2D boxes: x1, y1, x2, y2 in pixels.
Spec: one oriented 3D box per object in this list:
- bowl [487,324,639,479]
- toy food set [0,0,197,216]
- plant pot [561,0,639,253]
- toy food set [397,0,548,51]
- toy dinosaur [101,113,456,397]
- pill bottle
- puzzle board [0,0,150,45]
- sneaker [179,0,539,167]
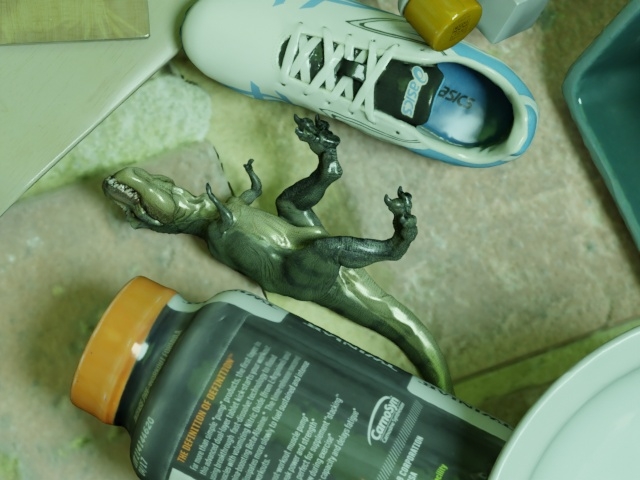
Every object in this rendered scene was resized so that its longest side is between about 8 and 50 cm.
[{"bbox_3d":[0.224,0.182,0.781,0.298,0.134,0.298,0,88,4],"label":"bowl"},{"bbox_3d":[-0.195,-0.172,0.948,0.220,0.092,0.306,45,77,-1],"label":"toy food set"},{"bbox_3d":[0.345,-0.074,0.861,0.252,0.248,0.247,-16,74,-21],"label":"plant pot"},{"bbox_3d":[0.128,-0.211,0.919,0.232,0.111,0.104,-27,69,-34],"label":"toy food set"},{"bbox_3d":[0.000,0.000,0.895,0.268,0.064,0.118,32,117,3],"label":"toy dinosaur"},{"bbox_3d":[-0.020,0.112,0.835,0.245,0.130,0.130,27,74,5],"label":"pill bottle"},{"bbox_3d":[-0.160,-0.186,0.903,0.096,0.011,0.128,-4,82,-10],"label":"puzzle board"},{"bbox_3d":[0.028,-0.108,0.908,0.237,0.086,0.085,16,96,-9],"label":"sneaker"}]
